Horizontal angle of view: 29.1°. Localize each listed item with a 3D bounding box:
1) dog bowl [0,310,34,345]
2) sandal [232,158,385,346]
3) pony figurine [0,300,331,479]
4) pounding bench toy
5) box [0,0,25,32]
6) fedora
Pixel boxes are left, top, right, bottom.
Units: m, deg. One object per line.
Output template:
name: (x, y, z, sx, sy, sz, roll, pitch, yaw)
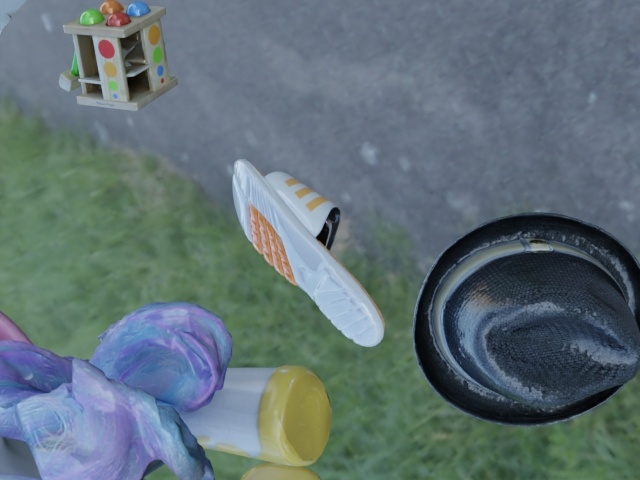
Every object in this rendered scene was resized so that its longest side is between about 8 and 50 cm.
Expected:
dog bowl: (-0.462, 0.209, 1.325, 0.408, 0.408, 0.150, 53, 134, 16)
sandal: (-0.001, 0.007, 1.343, 0.265, 0.076, 0.102, 47, 150, 25)
pony figurine: (-0.181, 0.098, 0.536, 0.363, 0.302, 0.351, 1, 150, 28)
pounding bench toy: (-0.152, -0.134, 0.863, 0.083, 0.052, 0.065, 9, 121, 27)
box: (-0.413, -0.280, 1.259, 0.127, 0.262, 0.231, 46, -177, 10)
fedora: (0.292, 0.124, 1.596, 0.152, 0.334, 0.334, -118, 8, -73)
